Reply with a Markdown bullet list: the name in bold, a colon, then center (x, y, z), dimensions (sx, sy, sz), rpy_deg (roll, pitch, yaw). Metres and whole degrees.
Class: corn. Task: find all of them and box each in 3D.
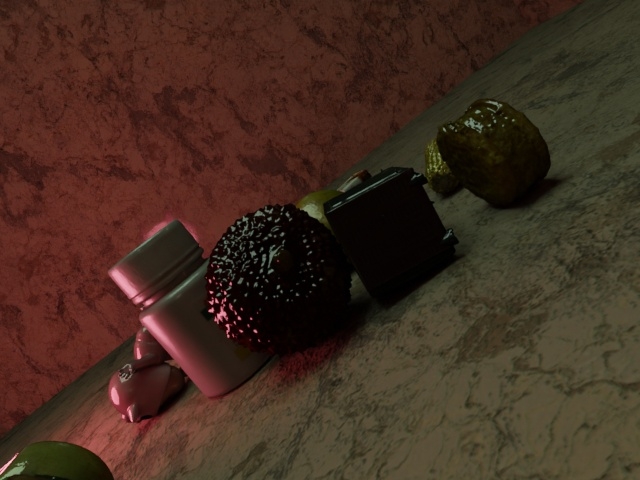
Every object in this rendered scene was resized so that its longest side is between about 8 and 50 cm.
- **corn**: center (0.312, -0.192, 1.305), dimensions (0.106, 0.106, 0.293), rpy_deg (-33, 15, 23)

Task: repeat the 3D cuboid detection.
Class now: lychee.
- **lychee**: center (-0.073, 0.075, 0.949), dimensions (0.276, 0.276, 0.304), rpy_deg (-41, -8, -21)

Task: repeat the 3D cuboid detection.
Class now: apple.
- **apple**: center (-0.449, 0.427, 0.863), dimensions (0.207, 0.188, 0.174), rpy_deg (-30, 11, 33)

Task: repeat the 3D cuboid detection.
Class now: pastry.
- **pastry**: center (0.297, -0.153, 0.906), dimensions (0.103, 0.188, 0.189), rpy_deg (-41, 10, -7)

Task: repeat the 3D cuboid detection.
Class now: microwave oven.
- **microwave oven**: center (0.122, -0.024, 0.958), dimensions (0.178, 0.188, 0.247), rpy_deg (-31, 6, 4)

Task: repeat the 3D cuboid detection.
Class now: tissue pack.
- **tissue pack**: center (0.120, -0.155, 1.765), dimensions (0.148, 0.106, 0.099), rpy_deg (-46, 12, -36)

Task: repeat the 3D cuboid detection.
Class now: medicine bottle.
- **medicine bottle**: center (-0.263, 0.138, 1.094), dimensions (0.208, 0.339, 0.208), rpy_deg (-36, 11, 8)

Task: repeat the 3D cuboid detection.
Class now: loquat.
- **loquat**: center (0.000, -0.015, 1.251), dimensions (0.246, 0.213, 0.213), rpy_deg (-18, 3, -19)

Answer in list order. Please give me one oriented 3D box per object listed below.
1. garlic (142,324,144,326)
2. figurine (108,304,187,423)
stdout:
- **garlic**: center (-0.540, 0.323, 1.903), dimensions (0.292, 0.210, 0.237), rpy_deg (-37, 43, -23)
- **figurine**: center (-0.407, 0.305, 1.282), dimensions (0.176, 0.186, 0.287), rpy_deg (139, 142, -58)
